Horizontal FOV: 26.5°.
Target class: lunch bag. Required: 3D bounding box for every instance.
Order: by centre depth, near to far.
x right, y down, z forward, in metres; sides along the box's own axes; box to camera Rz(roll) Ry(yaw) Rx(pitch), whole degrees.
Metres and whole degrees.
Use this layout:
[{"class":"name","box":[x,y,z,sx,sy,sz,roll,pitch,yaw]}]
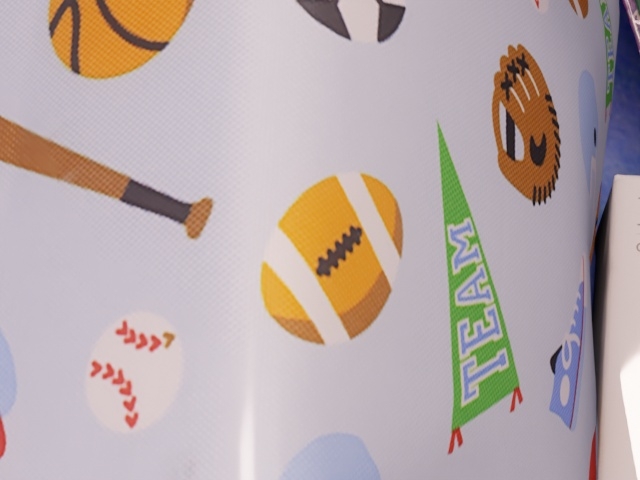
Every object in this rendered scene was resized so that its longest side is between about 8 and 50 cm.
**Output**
[{"class":"lunch bag","box":[0.000,0.000,0.531,0.385,0.238,0.328,24,66,-55]}]

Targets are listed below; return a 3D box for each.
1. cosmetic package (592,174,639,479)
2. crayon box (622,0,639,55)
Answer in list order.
[{"class":"cosmetic package","box":[0.219,0.164,0.639,0.196,0.155,0.366,2,80,10]},{"class":"crayon box","box":[0.234,-0.239,0.724,0.313,0.106,0.363,-19,92,-54]}]
